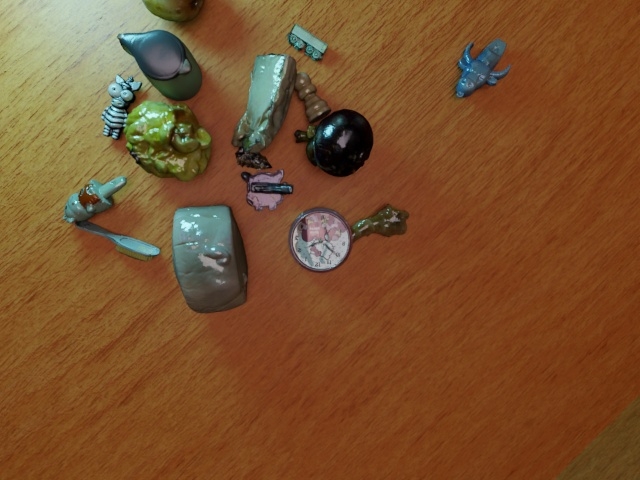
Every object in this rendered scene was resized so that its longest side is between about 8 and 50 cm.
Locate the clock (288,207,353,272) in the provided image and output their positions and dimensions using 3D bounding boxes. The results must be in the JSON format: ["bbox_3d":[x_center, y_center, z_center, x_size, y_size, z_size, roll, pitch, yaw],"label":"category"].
[{"bbox_3d":[0.000,0.000,1.497,0.243,0.056,0.245,0,92,3],"label":"clock"}]

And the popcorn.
[{"bbox_3d":[-0.493,-0.328,1.319,0.286,0.215,0.252,40,113,-16],"label":"popcorn"}]

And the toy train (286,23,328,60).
[{"bbox_3d":[-0.048,-0.697,1.419,0.147,0.038,0.071,29,90,-10],"label":"toy train"}]

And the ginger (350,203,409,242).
[{"bbox_3d":[0.199,-0.039,1.527,0.294,0.086,0.131,-27,112,4],"label":"ginger"}]

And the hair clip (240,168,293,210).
[{"bbox_3d":[-0.189,-0.183,1.466,0.186,0.056,0.146,-3,99,1],"label":"hair clip"}]

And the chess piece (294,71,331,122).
[{"bbox_3d":[-0.038,-0.512,1.420,0.094,0.094,0.171,-28,97,-4],"label":"chess piece"}]

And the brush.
[{"bbox_3d":[-0.714,0.009,1.410,0.296,0.068,0.060,24,115,-7],"label":"brush"}]

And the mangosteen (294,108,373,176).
[{"bbox_3d":[0.041,-0.351,1.402,0.288,0.231,0.232,26,94,15],"label":"mangosteen"}]

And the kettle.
[{"bbox_3d":[-0.501,-0.557,1.262,0.240,0.255,0.165,22,96,-10],"label":"kettle"}]

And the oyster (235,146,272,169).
[{"bbox_3d":[-0.240,-0.297,1.447,0.131,0.029,0.086,-1,97,-7],"label":"oyster"}]

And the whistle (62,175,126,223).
[{"bbox_3d":[-0.763,-0.139,1.352,0.253,0.106,0.102,-30,79,3],"label":"whistle"}]

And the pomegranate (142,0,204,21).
[{"bbox_3d":[-0.466,-0.796,1.260,0.206,0.207,0.208,-1,98,-8],"label":"pomegranate"}]

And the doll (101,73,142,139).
[{"bbox_3d":[-0.673,-0.449,1.345,0.090,0.067,0.220,19,93,-6],"label":"doll"}]

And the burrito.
[{"bbox_3d":[-0.182,-0.453,1.369,0.135,0.190,0.332,8,104,-51],"label":"burrito"}]

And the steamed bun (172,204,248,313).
[{"bbox_3d":[-0.380,0.073,1.372,0.246,0.236,0.385,-7,98,-6],"label":"steamed bun"}]

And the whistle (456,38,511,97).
[{"bbox_3d":[0.595,-0.637,1.494,0.180,0.093,0.269,37,90,11],"label":"whistle"}]
